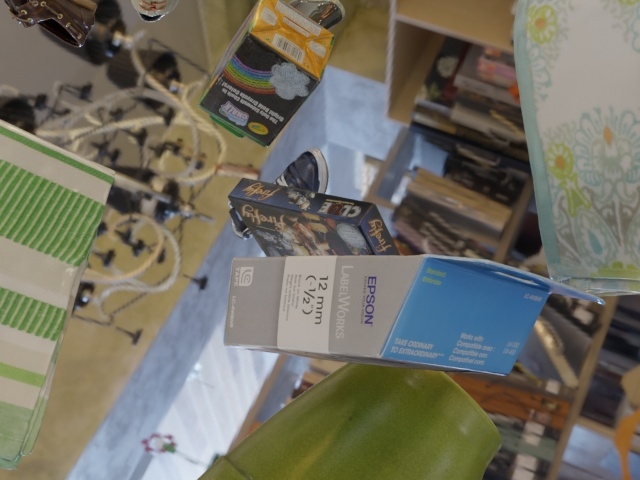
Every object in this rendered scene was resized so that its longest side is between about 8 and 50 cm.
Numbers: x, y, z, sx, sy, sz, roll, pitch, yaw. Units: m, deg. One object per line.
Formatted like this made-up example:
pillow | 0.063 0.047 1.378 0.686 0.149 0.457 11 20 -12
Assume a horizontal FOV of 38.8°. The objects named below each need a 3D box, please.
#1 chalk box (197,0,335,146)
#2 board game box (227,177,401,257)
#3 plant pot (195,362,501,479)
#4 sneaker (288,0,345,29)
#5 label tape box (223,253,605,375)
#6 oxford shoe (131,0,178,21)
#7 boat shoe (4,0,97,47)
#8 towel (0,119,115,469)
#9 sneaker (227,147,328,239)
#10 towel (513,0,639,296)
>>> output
chalk box | -0.129 -0.336 1.910 0.289 0.180 0.179 -44 21 41
board game box | 0.000 0.000 1.261 0.042 0.243 0.165 -53 -46 -25
plant pot | 0.058 0.339 1.283 0.353 0.366 0.366 -47 -20 -14
sneaker | -0.054 -0.536 2.231 0.118 0.222 0.083 -44 -61 -31
label tape box | 0.099 0.088 1.017 0.249 0.347 0.115 15 -100 -46
oxford shoe | -0.326 -0.542 1.885 0.397 0.140 0.147 -163 83 -80
boat shoe | -0.386 -0.323 1.236 0.207 0.073 0.073 18 -88 -58
towel | -0.343 0.024 0.852 0.038 0.247 0.325 -29 43 49
sneaker | -0.097 -0.089 1.918 0.153 0.099 0.282 -13 -22 -32
towel | 0.358 -0.117 0.965 0.090 0.320 0.375 -14 -83 -32
